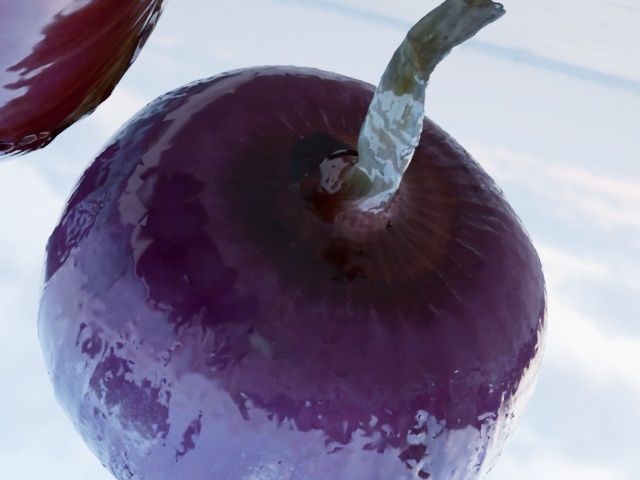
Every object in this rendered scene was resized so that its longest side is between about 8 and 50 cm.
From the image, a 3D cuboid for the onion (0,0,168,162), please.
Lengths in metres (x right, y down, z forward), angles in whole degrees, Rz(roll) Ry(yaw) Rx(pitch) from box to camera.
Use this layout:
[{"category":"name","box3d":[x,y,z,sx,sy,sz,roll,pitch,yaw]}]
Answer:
[{"category":"onion","box3d":[-0.155,-0.212,0.534,0.285,0.347,0.347,29,-171,-10]}]

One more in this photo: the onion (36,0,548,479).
[{"category":"onion","box3d":[-0.020,0.027,0.816,0.358,0.358,0.345,19,152,23]}]
